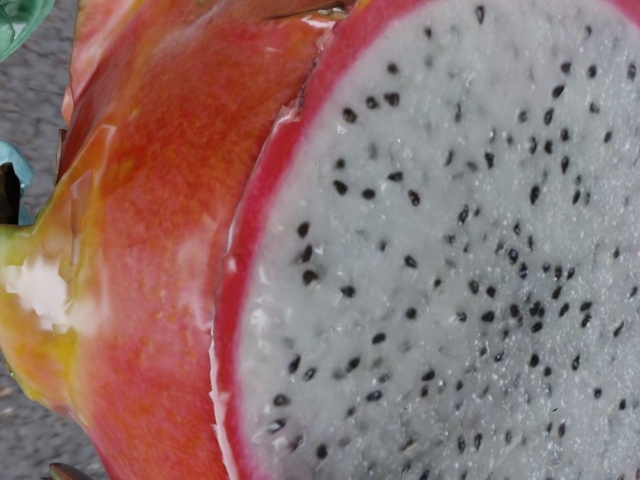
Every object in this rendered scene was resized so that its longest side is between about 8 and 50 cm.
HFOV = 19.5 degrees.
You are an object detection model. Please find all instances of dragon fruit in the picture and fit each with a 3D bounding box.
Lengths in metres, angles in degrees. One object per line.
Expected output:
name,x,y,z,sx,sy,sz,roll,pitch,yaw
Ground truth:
dragon fruit,0.000,0.000,0.730,0.226,0.305,0.305,18,94,44

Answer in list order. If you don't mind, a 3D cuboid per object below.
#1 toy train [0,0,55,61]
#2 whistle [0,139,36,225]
toy train,-0.048,-0.150,0.503,0.285,0.177,0.116,-25,65,-30
whistle,-0.228,-0.002,0.983,0.186,0.093,0.274,-15,53,13
